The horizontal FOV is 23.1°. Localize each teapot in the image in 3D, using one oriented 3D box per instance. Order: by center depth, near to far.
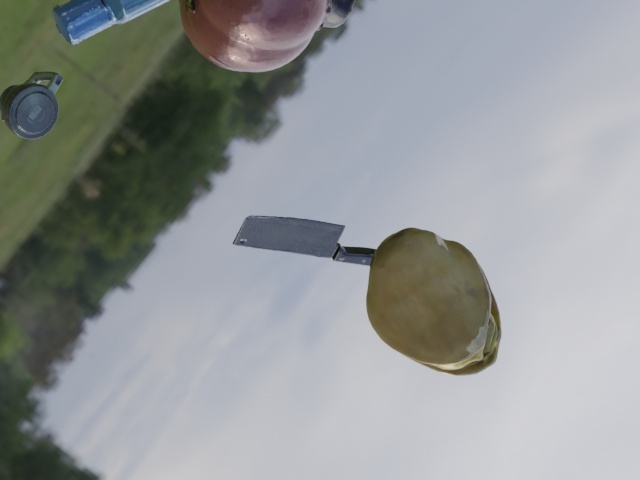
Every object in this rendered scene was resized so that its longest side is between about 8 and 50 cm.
[{"bbox_3d":[-0.345,-0.166,1.857,0.057,0.066,0.088,26,-105,46],"label":"teapot"}]

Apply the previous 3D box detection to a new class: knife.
[{"bbox_3d":[0.000,0.000,2.228,0.072,0.245,0.019,120,-32,-41],"label":"knife"}]

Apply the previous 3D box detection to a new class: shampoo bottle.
[{"bbox_3d":[-0.208,-0.320,1.939,0.258,0.061,0.104,-29,-165,-14],"label":"shampoo bottle"}]

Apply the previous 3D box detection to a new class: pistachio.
[{"bbox_3d":[0.131,0.077,1.833,0.145,0.200,0.117,-31,152,4],"label":"pistachio"}]

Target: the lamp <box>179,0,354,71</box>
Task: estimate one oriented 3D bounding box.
[{"bbox_3d":[-0.070,-0.377,2.184,0.305,0.239,0.305,-168,-90,-70],"label":"lamp"}]
